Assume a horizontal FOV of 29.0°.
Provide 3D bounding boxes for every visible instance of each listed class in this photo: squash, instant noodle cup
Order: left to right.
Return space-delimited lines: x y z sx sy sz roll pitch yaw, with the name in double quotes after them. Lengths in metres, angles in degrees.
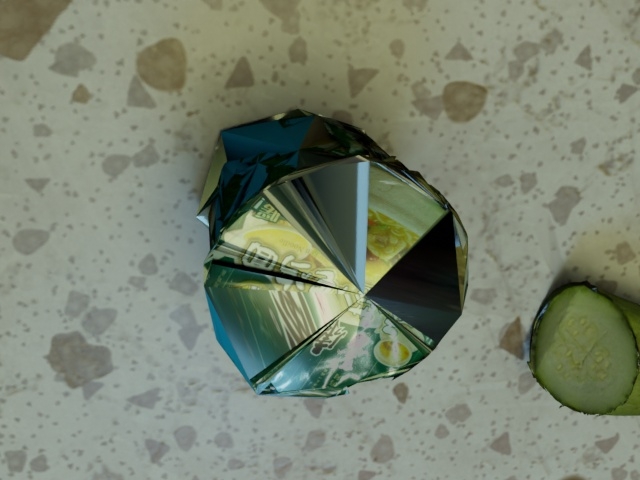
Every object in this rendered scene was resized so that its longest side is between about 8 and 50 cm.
0.000 0.000 1.117 0.240 0.178 0.240 -5 116 -11 "instant noodle cup"
0.370 0.142 1.305 0.287 0.137 0.137 17 110 -22 "squash"
